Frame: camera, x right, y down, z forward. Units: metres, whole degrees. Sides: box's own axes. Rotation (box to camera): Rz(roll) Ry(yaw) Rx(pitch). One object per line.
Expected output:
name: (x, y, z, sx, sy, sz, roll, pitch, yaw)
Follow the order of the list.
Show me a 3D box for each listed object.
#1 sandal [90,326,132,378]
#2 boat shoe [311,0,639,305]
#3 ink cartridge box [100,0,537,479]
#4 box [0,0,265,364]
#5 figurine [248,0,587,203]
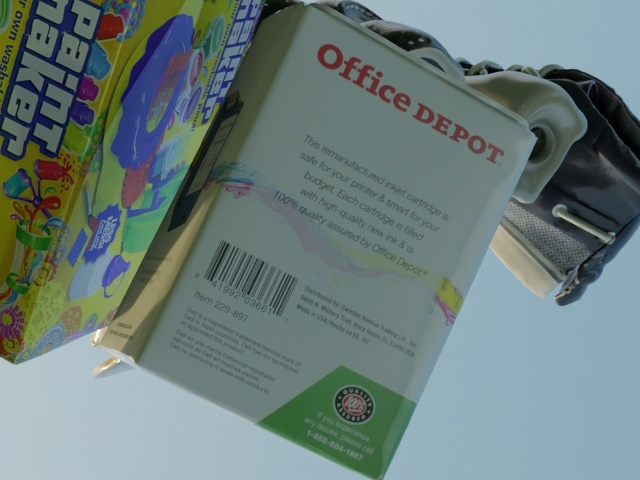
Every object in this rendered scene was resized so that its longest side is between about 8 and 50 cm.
sandal: (-0.137, 0.054, 1.245, 0.088, 0.240, 0.079, -16, -94, -17)
boat shoe: (0.144, -0.115, 1.345, 0.158, 0.340, 0.127, -46, -176, 32)
ink cartridge box: (0.000, 0.000, 0.873, 0.212, 0.154, 0.093, -65, -162, -7)
box: (-0.203, -0.131, 0.954, 0.279, 0.177, 0.290, 26, -71, 16)
figurine: (0.059, -0.119, 1.194, 0.209, 0.214, 0.092, 36, -73, 49)
